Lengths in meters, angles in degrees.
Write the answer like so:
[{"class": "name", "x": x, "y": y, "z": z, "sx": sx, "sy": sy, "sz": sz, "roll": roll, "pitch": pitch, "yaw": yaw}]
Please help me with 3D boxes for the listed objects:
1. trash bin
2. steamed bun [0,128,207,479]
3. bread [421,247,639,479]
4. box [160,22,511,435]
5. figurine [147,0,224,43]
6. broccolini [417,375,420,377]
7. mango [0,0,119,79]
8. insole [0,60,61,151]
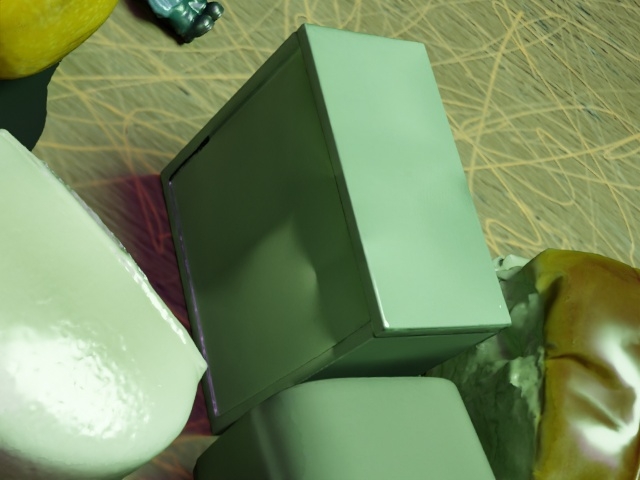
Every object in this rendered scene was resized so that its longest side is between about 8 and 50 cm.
[{"class": "trash bin", "x": 0.032, "y": 0.237, "z": 0.739, "sx": 0.219, "sy": 0.220, "sz": 0.250, "roll": 5, "pitch": 55, "yaw": -36}, {"class": "steamed bun", "x": -0.206, "y": 0.062, "z": 0.694, "sx": 0.242, "sy": 0.146, "sz": 0.164, "roll": 50, "pitch": 42, "yaw": -1}, {"class": "bread", "x": 0.225, "y": 0.153, "z": 0.910, "sx": 0.250, "sy": 0.225, "sz": 0.279, "roll": 21, "pitch": 59, "yaw": -25}, {"class": "box", "x": 0.000, "y": 0.000, "z": 0.831, "sx": 0.117, "sy": 0.225, "sz": 0.225, "roll": 1, "pitch": 65, "yaw": -36}, {"class": "figurine", "x": -0.150, "y": -0.235, "z": 0.976, "sx": 0.136, "sy": 0.079, "sz": 0.077, "roll": 57, "pitch": 38, "yaw": -29}, {"class": "broccolini", "x": 0.024, "y": 0.058, "z": 0.934, "sx": 0.058, "sy": 0.067, "sz": 0.216, "roll": -11, "pitch": 66, "yaw": -31}, {"class": "mango", "x": -0.226, "y": -0.254, "z": 0.867, "sx": 0.177, "sy": 0.120, "sz": 0.295, "roll": 9, "pitch": 61, "yaw": -1}, {"class": "insole", "x": -0.235, "y": -0.126, "z": 0.879, "sx": 0.064, "sy": 0.004, "sz": 0.188, "roll": 29, "pitch": 51, "yaw": -21}]
